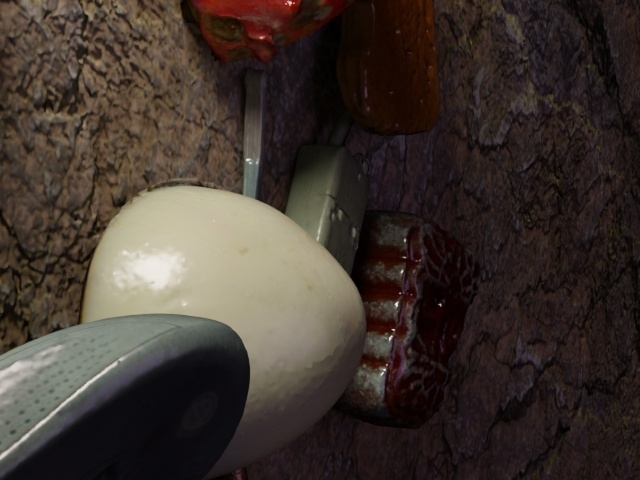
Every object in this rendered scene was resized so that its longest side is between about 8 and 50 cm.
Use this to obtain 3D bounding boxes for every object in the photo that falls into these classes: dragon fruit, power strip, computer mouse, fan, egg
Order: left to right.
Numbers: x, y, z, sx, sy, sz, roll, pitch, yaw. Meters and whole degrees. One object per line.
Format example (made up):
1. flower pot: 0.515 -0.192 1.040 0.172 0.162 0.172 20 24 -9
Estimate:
1. computer mouse: -0.215 0.167 1.235 0.371 0.122 0.188 -36 141 -30
2. egg: -0.073 0.080 1.457 0.286 0.174 0.264 -11 100 -55
3. fan: -0.065 -0.024 1.629 0.057 0.023 0.282 -8 104 -61
4. dragon fruit: -0.011 -0.299 1.488 0.134 0.211 0.262 44 51 -66
5. power strip: 0.000 0.000 1.711 0.093 0.053 0.288 51 45 -54

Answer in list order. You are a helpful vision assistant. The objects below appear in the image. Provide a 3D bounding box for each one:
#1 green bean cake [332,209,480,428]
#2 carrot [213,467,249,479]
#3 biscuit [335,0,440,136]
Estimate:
1. green bean cake: 0.091 0.091 1.875 0.198 0.097 0.232 37 62 -60
2. carrot: -0.088 0.186 1.613 0.035 0.036 0.165 -27 116 -59
3. biscuit: 0.044 -0.237 1.749 0.262 0.052 0.277 -21 107 -61
